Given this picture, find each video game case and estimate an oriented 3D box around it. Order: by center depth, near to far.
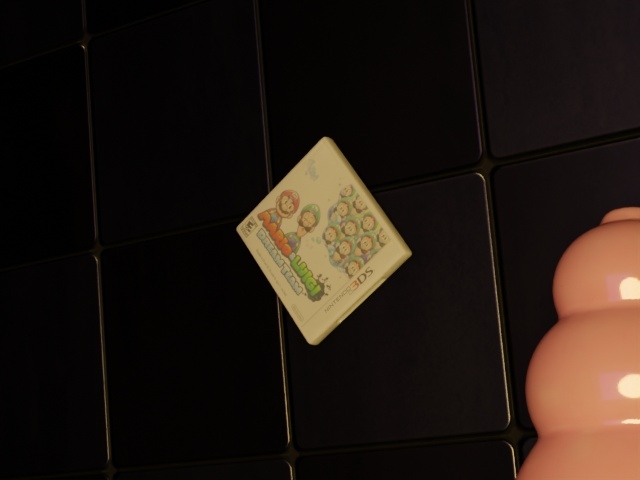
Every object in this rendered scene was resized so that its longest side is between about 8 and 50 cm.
[{"bbox_3d":[0.000,0.000,1.353,0.143,0.019,0.157,-45,62,22],"label":"video game case"}]

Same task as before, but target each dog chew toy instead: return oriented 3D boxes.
[{"bbox_3d":[0.252,0.138,1.065,0.206,0.206,0.332,-9,72,34],"label":"dog chew toy"}]
